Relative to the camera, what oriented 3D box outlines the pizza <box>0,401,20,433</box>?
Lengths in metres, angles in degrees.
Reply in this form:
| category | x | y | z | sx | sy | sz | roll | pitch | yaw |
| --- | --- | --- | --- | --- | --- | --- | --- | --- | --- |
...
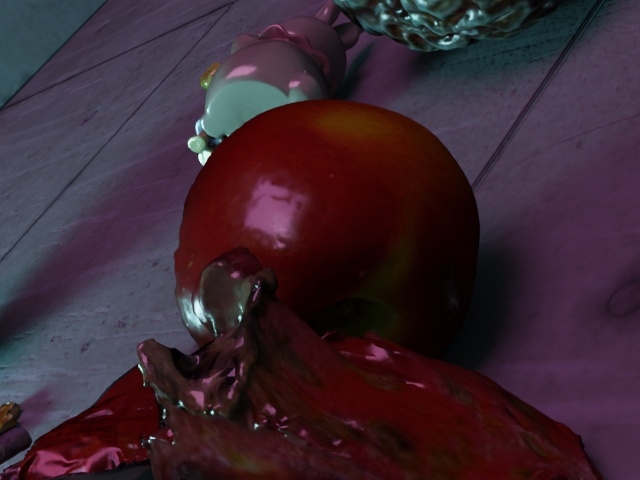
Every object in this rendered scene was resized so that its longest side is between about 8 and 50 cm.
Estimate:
| category | x | y | z | sx | sy | sz | roll | pitch | yaw |
| --- | --- | --- | --- | --- | --- | --- | --- | --- | --- |
| pizza | -0.310 | 0.180 | 1.229 | 0.037 | 0.016 | 0.083 | -42 | 18 | 2 |

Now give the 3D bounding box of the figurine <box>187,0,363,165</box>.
| category | x | y | z | sx | sy | sz | roll | pitch | yaw |
| --- | --- | --- | --- | --- | --- | --- | --- | --- | --- |
| figurine | -0.040 | -0.171 | 1.319 | 0.155 | 0.127 | 0.235 | -39 | 14 | 33 |

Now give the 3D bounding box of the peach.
| category | x | y | z | sx | sy | sz | roll | pitch | yaw |
| --- | --- | --- | --- | --- | --- | --- | --- | --- | --- |
| peach | 0.000 | 0.000 | 0.823 | 0.196 | 0.190 | 0.226 | -49 | 25 | 16 |

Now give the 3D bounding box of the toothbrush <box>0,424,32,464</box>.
| category | x | y | z | sx | sy | sz | roll | pitch | yaw |
| --- | --- | --- | --- | --- | --- | --- | --- | --- | --- |
| toothbrush | -0.355 | 0.230 | 0.950 | 0.354 | 0.024 | 0.029 | -31 | -25 | -49 |

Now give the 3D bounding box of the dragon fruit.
| category | x | y | z | sx | sy | sz | roll | pitch | yaw |
| --- | --- | --- | --- | --- | --- | --- | --- | --- | --- |
| dragon fruit | 0.008 | 0.088 | 0.636 | 0.262 | 0.211 | 0.134 | -8 | 46 | 45 |

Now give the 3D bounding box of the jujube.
| category | x | y | z | sx | sy | sz | roll | pitch | yaw |
| --- | --- | --- | --- | --- | --- | --- | --- | --- | --- |
| jujube | 0.122 | -0.282 | 1.132 | 0.226 | 0.226 | 0.317 | -49 | 20 | -20 |

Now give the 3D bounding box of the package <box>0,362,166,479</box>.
| category | x | y | z | sx | sy | sz | roll | pitch | yaw |
| --- | --- | --- | --- | --- | --- | --- | --- | --- | --- |
| package | -0.198 | 0.171 | 0.991 | 0.194 | 0.071 | 0.269 | -29 | 17 | -8 |
